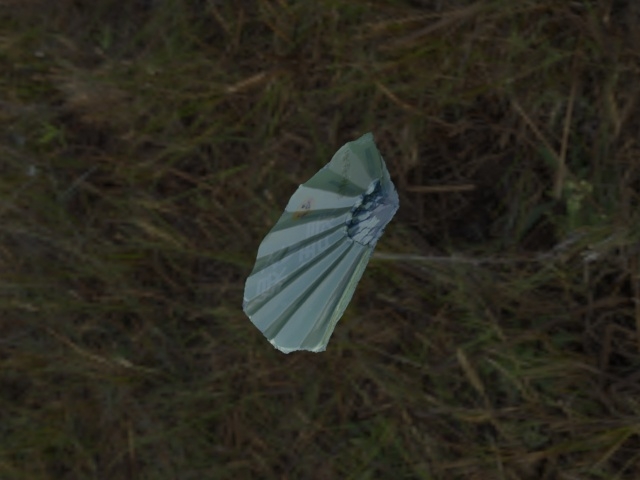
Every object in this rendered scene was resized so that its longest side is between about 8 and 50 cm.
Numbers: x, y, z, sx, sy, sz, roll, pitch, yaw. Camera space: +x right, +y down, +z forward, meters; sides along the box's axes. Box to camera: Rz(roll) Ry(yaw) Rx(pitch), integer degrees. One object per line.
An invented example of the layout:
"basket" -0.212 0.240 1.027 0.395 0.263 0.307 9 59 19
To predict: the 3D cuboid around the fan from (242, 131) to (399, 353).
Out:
"fan" 0.000 0.000 0.852 0.131 0.009 0.240 -26 31 28
